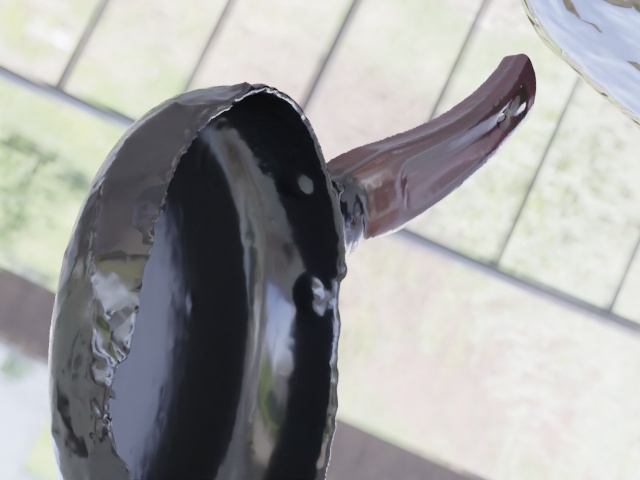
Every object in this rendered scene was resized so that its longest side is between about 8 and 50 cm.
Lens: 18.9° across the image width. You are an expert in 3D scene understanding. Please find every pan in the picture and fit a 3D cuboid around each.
[{"bbox_3d":[-0.003,-0.001,0.457,0.040,0.212,0.115,8,121,26],"label":"pan"}]

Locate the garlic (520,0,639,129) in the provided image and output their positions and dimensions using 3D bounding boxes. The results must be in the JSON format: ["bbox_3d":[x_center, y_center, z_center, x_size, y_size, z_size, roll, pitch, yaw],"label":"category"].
[{"bbox_3d":[0.204,-0.079,0.693,0.338,0.151,0.196,30,152,59],"label":"garlic"}]
